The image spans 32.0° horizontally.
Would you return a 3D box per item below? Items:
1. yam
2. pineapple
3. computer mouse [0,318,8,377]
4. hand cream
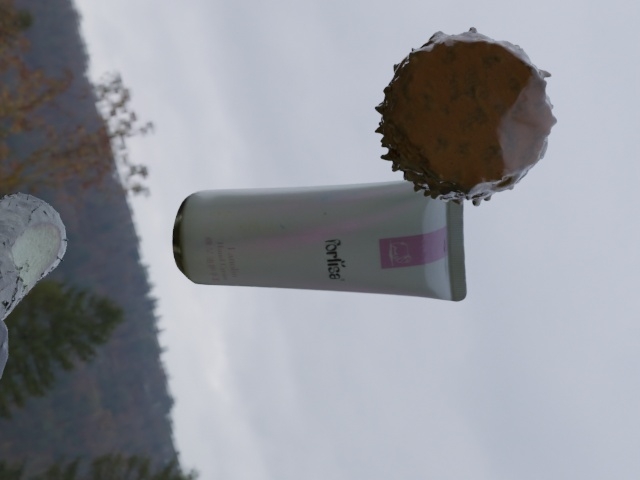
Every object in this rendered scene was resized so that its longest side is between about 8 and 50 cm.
[{"bbox_3d":[-0.490,0.032,1.654,0.254,0.154,0.154,-63,148,-60],"label":"yam"},{"bbox_3d":[0.118,-0.097,1.047,0.279,0.157,0.158,128,-56,-84],"label":"pineapple"},{"bbox_3d":[-0.488,0.121,1.495,0.062,0.106,0.192,2,-50,35],"label":"computer mouse"},{"bbox_3d":[0.000,0.000,1.382,0.118,0.358,0.186,-71,158,-57],"label":"hand cream"}]
